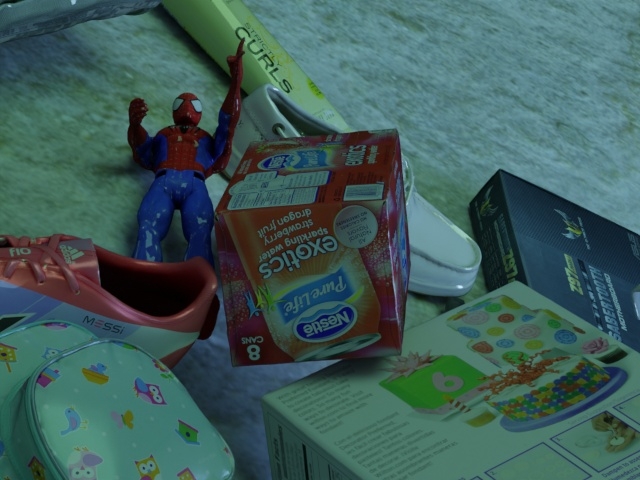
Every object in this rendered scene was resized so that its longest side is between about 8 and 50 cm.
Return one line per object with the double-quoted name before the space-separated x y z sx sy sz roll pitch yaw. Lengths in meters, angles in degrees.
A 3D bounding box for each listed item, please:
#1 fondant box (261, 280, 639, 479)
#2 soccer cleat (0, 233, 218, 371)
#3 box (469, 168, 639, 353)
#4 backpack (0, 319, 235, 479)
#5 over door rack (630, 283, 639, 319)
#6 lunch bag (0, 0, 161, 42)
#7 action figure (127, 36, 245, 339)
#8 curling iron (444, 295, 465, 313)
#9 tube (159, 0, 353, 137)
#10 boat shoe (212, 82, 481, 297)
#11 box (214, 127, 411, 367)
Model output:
"fondant box" 0.147 0.167 1.328 0.238 0.096 0.330 -23 34 -26
"soccer cleat" -0.217 0.035 1.307 0.318 0.116 0.108 12 40 -38
"box" 0.245 0.052 1.837 0.183 0.059 0.232 23 34 -24
"backpack" -0.161 0.140 1.211 0.188 0.144 0.166 45 36 14
"over door rack" 0.326 0.206 1.583 0.239 0.108 0.324 -32 100 -59
"lunch bag" -0.272 -0.276 1.557 0.256 0.212 0.305 47 32 14
"action figure" -0.111 -0.061 1.524 0.091 0.139 0.280 3 35 -3
"curling iron" 0.117 0.135 1.622 0.068 0.035 0.274 46 21 -28
"tube" -0.067 -0.178 1.806 0.070 0.062 0.240 -41 86 -18
"boat shoe" 0.040 -0.045 1.707 0.277 0.096 0.098 29 32 -17
"box" 0.000 0.000 1.476 0.128 0.122 0.257 -4 14 5
